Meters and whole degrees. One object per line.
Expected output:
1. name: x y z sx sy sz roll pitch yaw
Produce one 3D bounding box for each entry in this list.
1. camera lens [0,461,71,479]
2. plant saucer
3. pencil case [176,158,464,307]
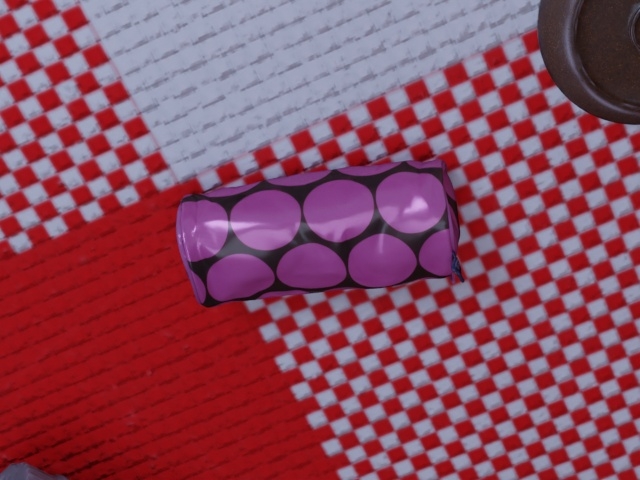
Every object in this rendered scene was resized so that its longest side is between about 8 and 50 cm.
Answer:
1. camera lens: -0.183 0.335 1.086 0.274 0.219 0.219 37 109 -19
2. plant saucer: 0.242 -0.158 0.967 0.168 0.029 0.168 -1 116 -1
3. pencil case: 0.000 0.000 1.004 0.209 0.095 0.098 -5 132 3
